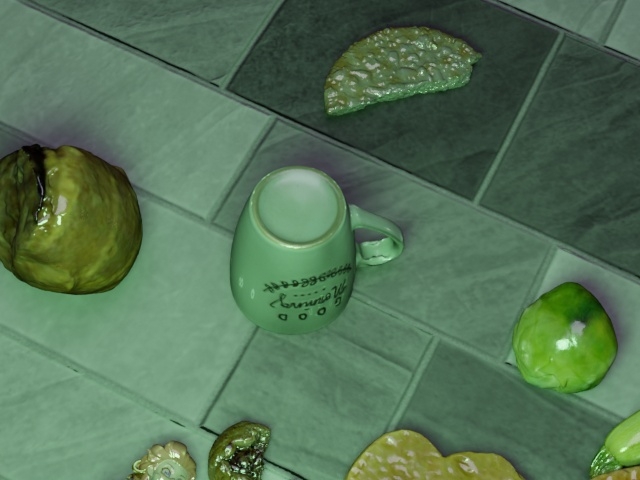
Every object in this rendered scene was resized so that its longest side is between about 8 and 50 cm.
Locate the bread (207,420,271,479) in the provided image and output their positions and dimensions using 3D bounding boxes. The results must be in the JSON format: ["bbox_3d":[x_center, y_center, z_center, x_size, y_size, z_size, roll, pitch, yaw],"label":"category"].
[{"bbox_3d":[-0.113,0.301,1.631,0.082,0.060,0.113,7,64,-3],"label":"bread"}]

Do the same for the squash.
[{"bbox_3d":[0.473,0.277,1.672,0.224,0.094,0.094,-25,66,-9],"label":"squash"}]

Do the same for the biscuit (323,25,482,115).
[{"bbox_3d":[0.123,-0.292,1.968,0.290,0.038,0.141,-17,64,-14],"label":"biscuit"}]

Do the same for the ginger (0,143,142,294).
[{"bbox_3d":[-0.349,-0.024,1.677,0.223,0.269,0.200,6,83,-33],"label":"ginger"}]

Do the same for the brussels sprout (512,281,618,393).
[{"bbox_3d":[0.356,0.139,1.709,0.151,0.122,0.149,38,64,14],"label":"brussels sprout"}]

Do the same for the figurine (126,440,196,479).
[{"bbox_3d":[-0.229,0.340,1.588,0.126,0.114,0.157,38,30,-18],"label":"figurine"}]

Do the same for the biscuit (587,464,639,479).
[{"bbox_3d":[0.495,0.451,1.565,0.455,0.078,0.349,3,69,-10],"label":"biscuit"}]

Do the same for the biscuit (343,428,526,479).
[{"bbox_3d":[0.190,0.416,1.591,0.269,0.051,0.376,-39,74,-22],"label":"biscuit"}]

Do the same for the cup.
[{"bbox_3d":[0.000,0.000,1.701,0.258,0.234,0.186,-9,64,-10],"label":"cup"}]
